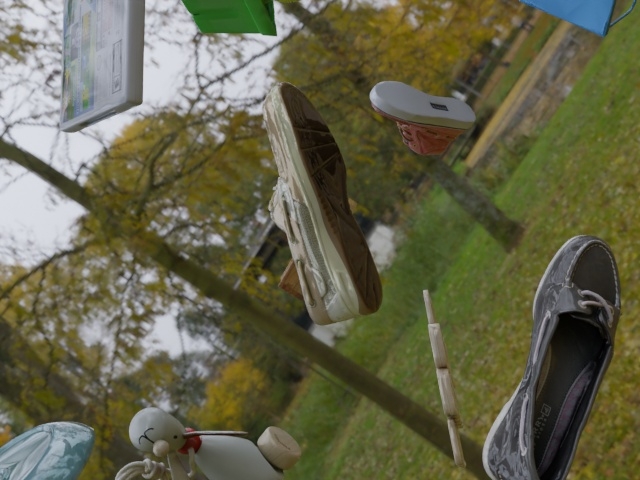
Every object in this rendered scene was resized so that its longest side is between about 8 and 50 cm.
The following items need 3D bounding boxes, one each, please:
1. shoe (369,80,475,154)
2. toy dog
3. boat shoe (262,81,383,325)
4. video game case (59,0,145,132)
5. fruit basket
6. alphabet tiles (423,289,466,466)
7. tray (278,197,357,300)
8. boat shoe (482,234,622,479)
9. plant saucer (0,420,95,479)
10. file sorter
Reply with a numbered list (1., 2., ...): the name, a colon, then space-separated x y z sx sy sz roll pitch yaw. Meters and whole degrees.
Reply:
1. shoe: 0.129 -0.165 1.113 0.081 0.177 0.064 -50 47 41
2. toy dog: -0.168 0.400 1.359 0.161 0.333 0.220 43 119 52
3. boat shoe: -0.019 -0.042 0.979 0.098 0.303 0.109 -19 2 28
4. video game case: -0.385 -0.374 1.396 0.299 0.036 0.329 -5 84 52
5. fruit basket: -0.125 -0.587 1.573 0.392 0.391 0.283 117 147 -63
6. alphabet tiles: 0.209 0.229 1.308 0.284 0.021 0.278 57 -157 -68
7. tray: 0.000 0.000 1.946 0.203 0.076 0.411 -59 -1 11
8. boat shoe: 0.298 0.145 0.943 0.335 0.112 0.095 -65 14 -13
9. plant saucer: -0.423 0.337 0.996 0.317 0.044 0.318 -34 16 11
10. file sorter: 0.441 -0.444 1.330 0.104 0.170 0.118 -36 -35 -28
